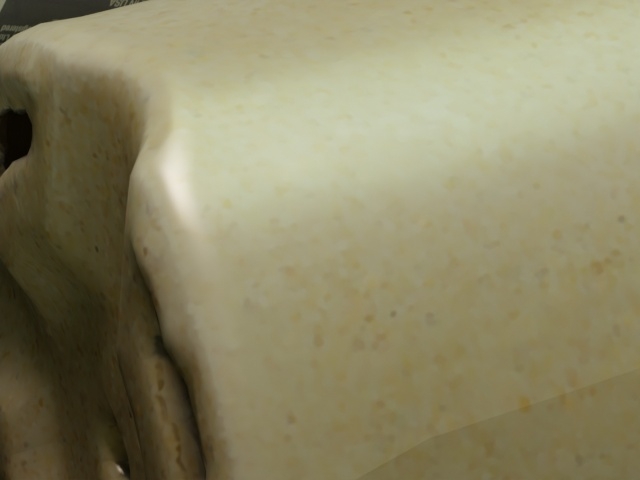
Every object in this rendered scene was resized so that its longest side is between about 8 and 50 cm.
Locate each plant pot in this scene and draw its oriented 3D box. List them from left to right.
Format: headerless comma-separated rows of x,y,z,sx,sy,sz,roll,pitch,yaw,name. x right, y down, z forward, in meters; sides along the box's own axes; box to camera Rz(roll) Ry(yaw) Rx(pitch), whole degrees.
0.072,0.035,0.551,0.305,0.334,0.334,-10,14,-24,plant pot

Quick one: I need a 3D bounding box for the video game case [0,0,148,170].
-0.119,0.019,0.620,0.196,0.274,0.026,-2,45,-47,video game case
